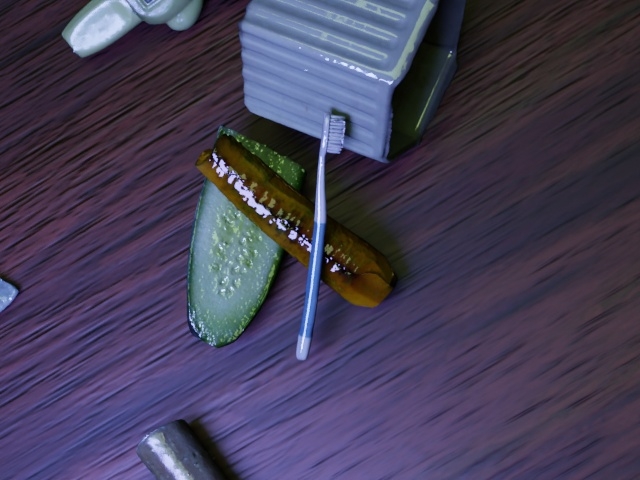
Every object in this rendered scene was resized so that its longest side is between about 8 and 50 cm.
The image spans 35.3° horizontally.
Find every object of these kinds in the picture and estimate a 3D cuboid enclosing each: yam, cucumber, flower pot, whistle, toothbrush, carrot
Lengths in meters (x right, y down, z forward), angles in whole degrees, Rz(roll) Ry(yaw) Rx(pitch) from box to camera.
[{"bbox_3d":[-0.130,0.279,1.112,0.068,0.068,0.169,-39,78,1],"label":"yam"},{"bbox_3d":[-0.101,0.003,1.162,0.115,0.063,0.243,18,79,-11],"label":"cucumber"},{"bbox_3d":[0.040,-0.219,1.110,0.190,0.239,0.209,24,55,14],"label":"flower pot"},{"bbox_3d":[-0.188,-0.335,1.237,0.294,0.141,0.141,-27,74,22],"label":"whistle"},{"bbox_3d":[0.000,0.000,1.076,0.025,0.019,0.275,6,104,-2],"label":"toothbrush"},{"bbox_3d":[-0.026,-0.022,1.120,0.260,0.070,0.070,40,88,-5],"label":"carrot"}]

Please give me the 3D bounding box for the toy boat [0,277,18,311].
[{"bbox_3d":[-0.496,0.133,1.209,0.206,0.096,0.282,37,77,27],"label":"toy boat"}]
